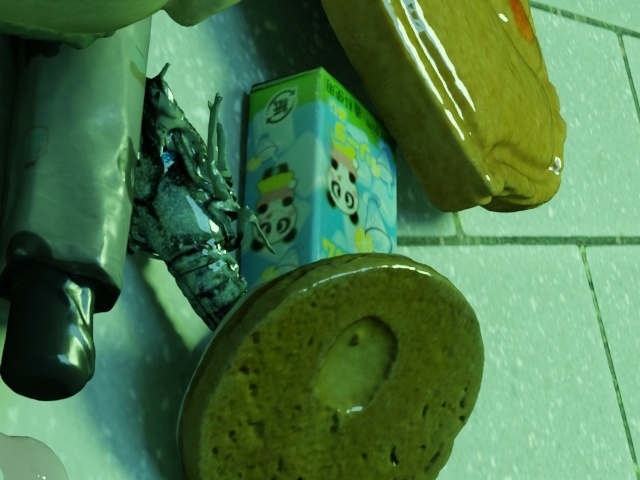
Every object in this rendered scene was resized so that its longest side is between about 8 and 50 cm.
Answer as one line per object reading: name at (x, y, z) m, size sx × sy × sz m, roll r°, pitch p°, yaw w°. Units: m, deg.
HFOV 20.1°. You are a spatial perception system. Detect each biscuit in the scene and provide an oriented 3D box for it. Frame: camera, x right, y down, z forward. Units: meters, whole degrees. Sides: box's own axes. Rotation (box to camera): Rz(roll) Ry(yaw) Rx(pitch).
biscuit at (0.077, -0.212, 1.297) m, size 0.350 × 0.078 × 0.455 m, roll 41°, pitch 33°, yaw -42°
biscuit at (0.004, 0.085, 1.003) m, size 0.208 × 0.049 × 0.181 m, roll 32°, pitch 93°, yaw -46°

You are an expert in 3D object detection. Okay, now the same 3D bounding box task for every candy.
candy at (0.000, 0.000, 1.110) m, size 0.097 × 0.062 × 0.194 m, roll 38°, pitch 45°, yaw -48°

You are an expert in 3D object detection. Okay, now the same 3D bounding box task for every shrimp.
shrimp at (-0.063, -0.011, 0.978) m, size 0.174 × 0.082 × 0.076 m, roll 62°, pitch 30°, yaw -18°

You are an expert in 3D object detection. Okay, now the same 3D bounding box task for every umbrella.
umbrella at (-0.123, -0.076, 0.920) m, size 0.073 × 0.067 × 0.337 m, roll 109°, pitch -14°, yaw -57°

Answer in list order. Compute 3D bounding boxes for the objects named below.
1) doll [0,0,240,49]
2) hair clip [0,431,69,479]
doll at (-0.155, -0.216, 0.768) m, size 0.349 × 0.247 × 0.247 m, roll 20°, pitch 57°, yaw -41°
hair clip at (-0.138, 0.166, 0.771) m, size 0.146 × 0.075 × 0.257 m, roll -13°, pitch 82°, yaw -57°
